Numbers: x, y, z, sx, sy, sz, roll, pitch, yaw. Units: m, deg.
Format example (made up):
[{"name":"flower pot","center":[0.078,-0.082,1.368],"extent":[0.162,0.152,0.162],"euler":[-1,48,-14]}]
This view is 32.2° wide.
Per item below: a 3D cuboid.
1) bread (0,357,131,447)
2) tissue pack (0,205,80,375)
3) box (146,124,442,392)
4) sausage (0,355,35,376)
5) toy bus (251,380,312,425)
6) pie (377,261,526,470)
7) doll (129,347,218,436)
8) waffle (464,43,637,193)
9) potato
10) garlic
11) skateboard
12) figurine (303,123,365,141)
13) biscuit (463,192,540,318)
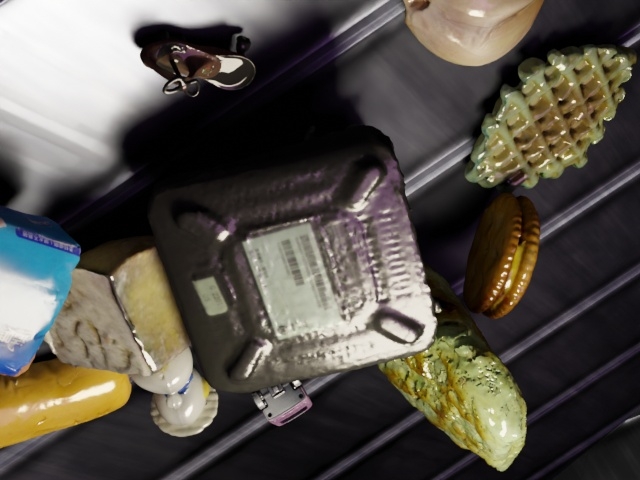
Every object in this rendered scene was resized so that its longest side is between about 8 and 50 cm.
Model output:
[{"name":"bread","center":[-0.439,0.251,1.724],"extent":[0.305,0.091,0.142],"euler":[-15,147,-22]},{"name":"tissue pack","center":[-0.449,0.046,1.331],"extent":[0.270,0.137,0.209],"euler":[23,100,-50]},{"name":"box","center":[-0.029,0.039,1.513],"extent":[0.350,0.091,0.359],"euler":[-15,117,4]},{"name":"sausage","center":[-0.489,0.109,1.510],"extent":[0.086,0.086,0.289],"euler":[-36,145,5]},{"name":"toy bus","center":[-0.091,0.221,1.881],"extent":[0.087,0.178,0.098],"euler":[-32,158,0]},{"name":"pie","center":[0.218,0.225,1.911],"extent":[0.180,0.418,0.395],"euler":[-36,147,-4]},{"name":"doll","center":[-0.239,0.231,1.811],"extent":[0.119,0.138,0.293],"euler":[-17,146,-6]},{"name":"waffle","center":[0.376,-0.200,1.826],"extent":[0.292,0.056,0.309],"euler":[-13,144,-26]},{"name":"potato","center":[-0.261,0.056,1.621],"extent":[0.264,0.211,0.189],"euler":[-36,120,-42]},{"name":"garlic","center":[0.228,-0.327,1.519],"extent":[0.228,0.110,0.217],"euler":[-24,148,-13]},{"name":"skateboard","center":[-0.151,-0.213,1.384],"extent":[0.151,0.080,0.067],"euler":[0,140,-34]},{"name":"figurine","center":[0.001,-0.002,1.672],"extent":[0.261,0.186,0.382],"euler":[-34,149,-43]},{"name":"biscuit","center":[0.301,0.025,1.873],"extent":[0.066,0.220,0.220],"euler":[16,129,-10]}]
